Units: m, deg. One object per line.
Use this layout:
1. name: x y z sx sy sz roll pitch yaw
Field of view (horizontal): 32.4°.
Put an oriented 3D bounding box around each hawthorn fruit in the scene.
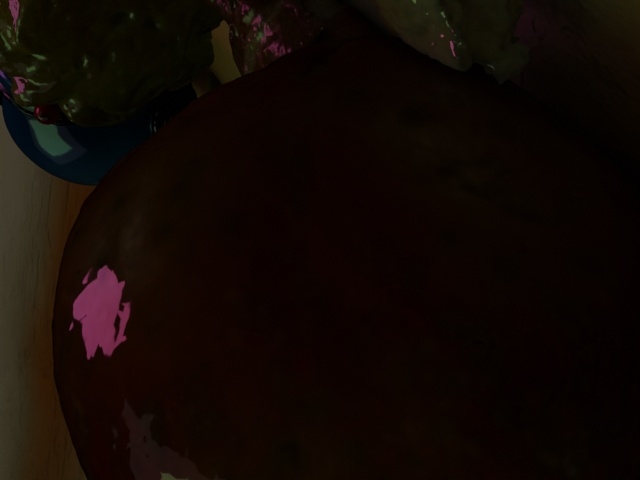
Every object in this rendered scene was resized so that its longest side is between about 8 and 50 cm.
1. hawthorn fruit: 0.025 0.045 0.714 0.403 0.403 0.403 44 169 11

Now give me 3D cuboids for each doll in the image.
1. doll: -0.289 -0.197 1.364 0.284 0.240 0.310 16 171 4

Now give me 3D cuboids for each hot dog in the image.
1. hot dog: -0.019 -0.149 0.880 0.213 0.103 0.146 42 169 26

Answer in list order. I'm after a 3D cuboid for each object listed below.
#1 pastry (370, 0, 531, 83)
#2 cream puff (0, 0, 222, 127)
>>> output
1. pastry: 0.024 -0.201 0.564 0.121 0.089 0.258 25 155 51
2. cream puff: -0.201 -0.225 0.999 0.196 0.244 0.244 57 172 13
